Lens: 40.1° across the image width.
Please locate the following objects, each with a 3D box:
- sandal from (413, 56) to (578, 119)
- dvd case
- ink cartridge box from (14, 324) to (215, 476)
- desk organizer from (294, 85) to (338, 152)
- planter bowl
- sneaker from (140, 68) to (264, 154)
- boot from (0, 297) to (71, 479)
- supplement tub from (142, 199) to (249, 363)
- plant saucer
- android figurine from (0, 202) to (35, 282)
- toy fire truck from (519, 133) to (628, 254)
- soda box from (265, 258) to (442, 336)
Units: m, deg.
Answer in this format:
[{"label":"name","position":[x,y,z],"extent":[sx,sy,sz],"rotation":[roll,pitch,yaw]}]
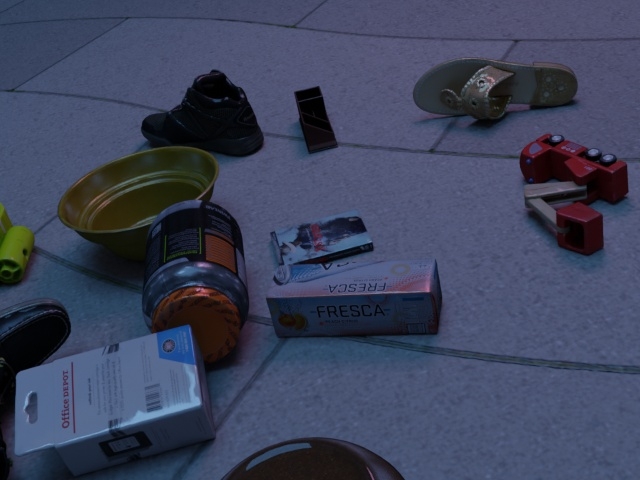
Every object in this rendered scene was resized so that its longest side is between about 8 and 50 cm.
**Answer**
[{"label":"sandal","position":[0.253,-0.215,1.274],"extent":[0.239,0.088,0.079],"rotation":[-2,28,8]},{"label":"dvd case","position":[0.000,0.000,1.103],"extent":[0.119,0.013,0.087],"rotation":[-16,32,-2]},{"label":"ink cartridge box","position":[-0.202,0.161,0.865],"extent":[0.180,0.060,0.104],"rotation":[-15,47,-2]},{"label":"desk organizer","position":[-0.009,-0.190,1.364],"extent":[0.047,0.050,0.130],"rotation":[-14,32,-1]},{"label":"planter bowl","position":[-0.229,-0.035,1.167],"extent":[0.217,0.090,0.217],"rotation":[-10,32,6]},{"label":"sneaker","position":[-0.201,-0.211,1.395],"extent":[0.227,0.130,0.087],"rotation":[9,37,34]},{"label":"boot","position":[-0.336,0.171,0.898],"extent":[0.236,0.085,0.178],"rotation":[-35,40,-20]},{"label":"supplement tub","position":[-0.141,0.046,0.988],"extent":[0.116,0.117,0.190],"rotation":[-13,32,0]},{"label":"plant saucer","position":[-0.019,0.231,0.735],"extent":[0.198,0.036,0.199],"rotation":[-9,32,6]},{"label":"android figurine","position":[-0.520,0.028,1.208],"extent":[0.248,0.056,0.273],"rotation":[-13,33,1]},{"label":"toy fire truck","position":[0.295,-0.062,1.061],"extent":[0.135,0.047,0.192],"rotation":[-28,35,-20]},{"label":"soda box","position":[0.038,0.063,0.952],"extent":[0.183,0.058,0.063],"rotation":[-3,34,15]}]
